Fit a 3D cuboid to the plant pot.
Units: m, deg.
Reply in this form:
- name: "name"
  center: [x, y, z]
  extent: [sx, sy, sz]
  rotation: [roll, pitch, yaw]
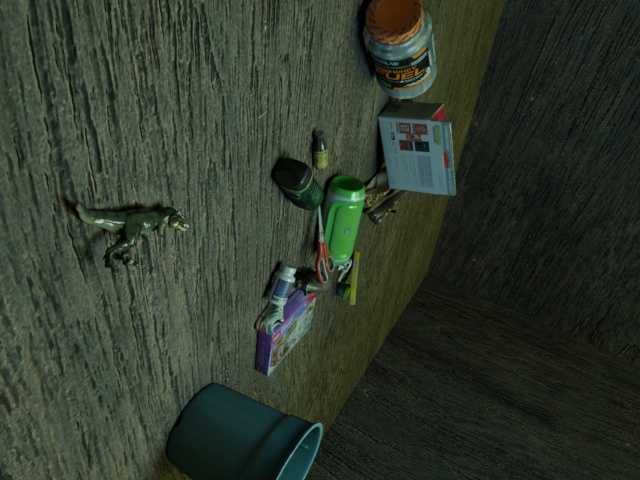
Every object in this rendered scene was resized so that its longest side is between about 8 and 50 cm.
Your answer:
- name: "plant pot"
  center: [-0.222, 0.591, 1.575]
  extent: [0.341, 0.334, 0.341]
  rotation: [-52, 156, -35]

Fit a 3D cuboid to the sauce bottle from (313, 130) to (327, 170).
- name: "sauce bottle"
  center: [-0.001, -0.257, 1.600]
  extent: [0.042, 0.042, 0.128]
  rotation: [-54, 156, -30]

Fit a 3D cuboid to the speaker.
- name: "speaker"
  center: [0.066, -0.063, 1.871]
  extent: [0.131, 0.131, 0.296]
  rotation: [-41, 149, -50]

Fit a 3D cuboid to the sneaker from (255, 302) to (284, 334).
- name: "sneaker"
  center: [-0.134, 0.226, 1.763]
  extent: [0.161, 0.075, 0.057]
  rotation: [-57, 159, -23]

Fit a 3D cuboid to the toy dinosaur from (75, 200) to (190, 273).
- name: "toy dinosaur"
  center: [-0.340, -0.008, 0.987]
  extent: [0.268, 0.064, 0.118]
  rotation: [-1, 107, -66]

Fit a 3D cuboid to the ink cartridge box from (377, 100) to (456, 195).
- name: "ink cartridge box"
  center: [0.375, -0.332, 2.032]
  extent: [0.130, 0.272, 0.309]
  rotation: [-50, 139, -38]

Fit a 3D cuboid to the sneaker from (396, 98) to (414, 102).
- name: "sneaker"
  center: [0.331, -0.466, 2.148]
  extent: [0.064, 0.086, 0.192]
  rotation: [-56, 159, -26]

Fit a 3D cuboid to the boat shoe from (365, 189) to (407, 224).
- name: "boat shoe"
  center: [0.269, -0.134, 2.185]
  extent: [0.207, 0.073, 0.073]
  rotation: [-37, 172, -21]

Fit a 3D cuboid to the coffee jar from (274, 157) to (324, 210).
- name: "coffee jar"
  center: [-0.056, -0.149, 1.498]
  extent: [0.079, 0.096, 0.184]
  rotation: [-65, 162, -11]

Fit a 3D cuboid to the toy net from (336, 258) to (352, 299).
- name: "toy net"
  center: [0.112, 0.138, 2.347]
  extent: [0.122, 0.045, 0.232]
  rotation: [-49, 154, -39]

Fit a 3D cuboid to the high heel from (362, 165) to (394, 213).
- name: "high heel"
  center: [0.234, -0.227, 2.153]
  extent: [0.261, 0.093, 0.186]
  rotation: [-55, 166, -5]

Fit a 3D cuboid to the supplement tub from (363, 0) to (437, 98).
- name: "supplement tub"
  center: [0.232, -0.562, 1.619]
  extent: [0.193, 0.194, 0.316]
  rotation: [-64, 160, -6]

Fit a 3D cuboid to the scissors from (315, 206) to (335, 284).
- name: "scissors"
  center: [0.000, 0.000, 1.790]
  extent: [0.109, 0.021, 0.297]
  rotation: [-44, 132, -46]

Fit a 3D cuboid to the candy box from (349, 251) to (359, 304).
- name: "candy box"
  center: [0.144, 0.158, 2.370]
  extent: [0.105, 0.027, 0.205]
  rotation: [84, 12, -52]

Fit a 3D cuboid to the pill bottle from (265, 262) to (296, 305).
- name: "pill bottle"
  center: [-0.118, 0.132, 1.709]
  extent: [0.120, 0.067, 0.067]
  rotation: [-68, 161, 7]

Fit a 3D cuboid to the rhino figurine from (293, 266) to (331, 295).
- name: "rhino figurine"
  center: [-0.040, 0.139, 1.860]
  extent: [0.243, 0.106, 0.073]
  rotation: [-2, 114, -69]

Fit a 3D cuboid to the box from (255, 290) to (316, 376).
- name: "box"
  center: [-0.115, 0.298, 1.925]
  extent: [0.293, 0.057, 0.200]
  rotation: [-44, 152, -47]
